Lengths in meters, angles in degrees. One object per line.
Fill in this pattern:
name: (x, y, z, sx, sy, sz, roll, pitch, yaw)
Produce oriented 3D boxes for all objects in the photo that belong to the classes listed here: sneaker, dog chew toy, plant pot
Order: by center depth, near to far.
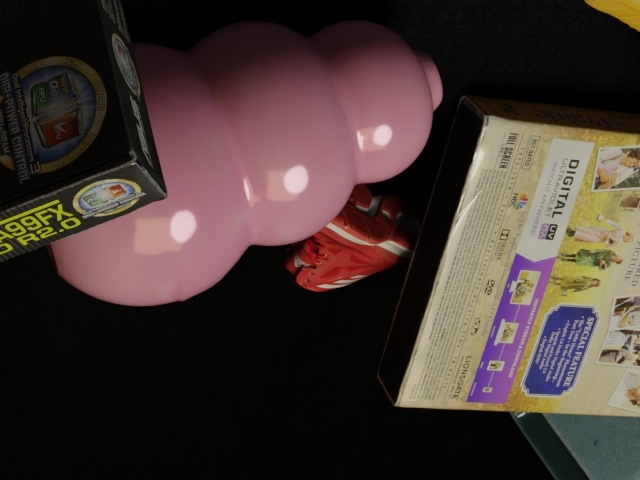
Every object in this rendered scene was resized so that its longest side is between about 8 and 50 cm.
dog chew toy: (-0.064, -0.078, 1.385, 0.332, 0.206, 0.206, -20, 152, -10)
sneaker: (0.000, 0.000, 1.656, 0.128, 0.087, 0.221, -32, 146, 25)
plant pot: (0.367, 0.178, 2.002, 0.252, 0.248, 0.247, -31, 151, -5)

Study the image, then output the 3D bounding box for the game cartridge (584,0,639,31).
game cartridge: (0.300, -0.243, 1.186, 0.053, 0.285, 0.324, 1, 168, 43)

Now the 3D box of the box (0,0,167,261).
box: (-0.231, -0.113, 1.151, 0.216, 0.270, 0.060, -20, 152, 10)

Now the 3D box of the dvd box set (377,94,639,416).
dvd box set: (0.289, 0.026, 1.696, 0.420, 0.062, 0.307, 4, 118, -22)
